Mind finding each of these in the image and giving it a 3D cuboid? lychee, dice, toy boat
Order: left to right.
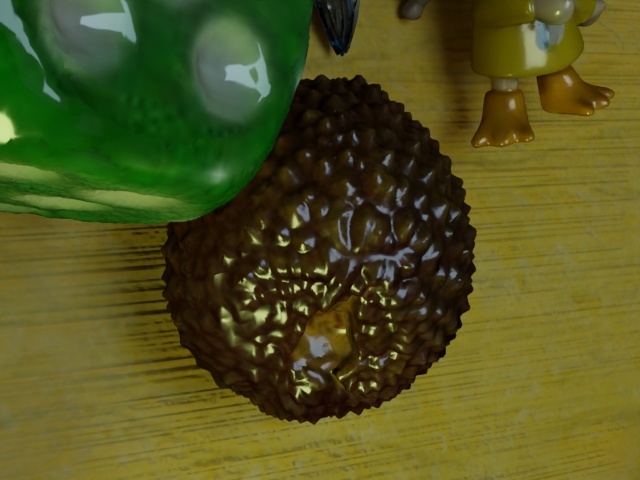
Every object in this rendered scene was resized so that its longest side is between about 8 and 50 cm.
[{"bbox_3d":[-0.194,-0.172,1.201,0.287,0.297,0.300,18,75,-42],"label":"dice"},{"bbox_3d":[0.000,0.000,1.394,0.267,0.267,0.267,4,84,-40],"label":"lychee"},{"bbox_3d":[0.007,-0.266,1.531,0.066,0.084,0.210,-15,106,-36],"label":"toy boat"}]

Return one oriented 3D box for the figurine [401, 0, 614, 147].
[{"bbox_3d":[0.165,-0.267,1.598,0.215,0.187,0.343,-31,112,-47],"label":"figurine"}]
